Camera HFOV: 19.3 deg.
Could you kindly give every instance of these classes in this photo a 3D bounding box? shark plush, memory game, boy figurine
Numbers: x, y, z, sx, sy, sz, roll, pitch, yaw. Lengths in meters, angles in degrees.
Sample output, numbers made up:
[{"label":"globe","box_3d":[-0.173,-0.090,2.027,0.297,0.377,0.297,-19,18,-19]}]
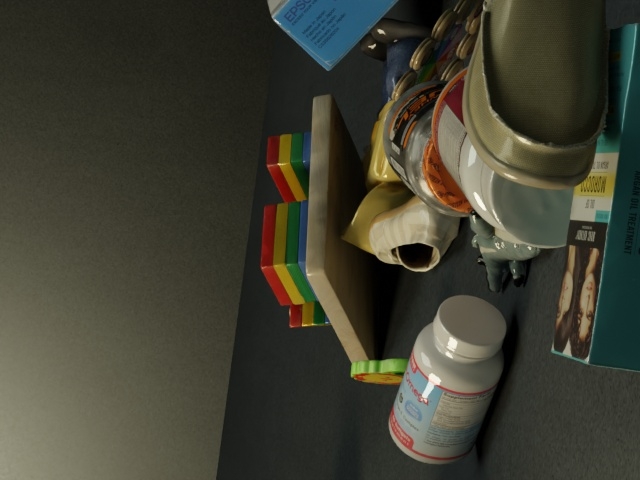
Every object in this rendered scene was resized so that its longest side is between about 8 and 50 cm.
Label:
[{"label":"shark plush","box_3d":[0.166,0.014,1.734,0.067,0.073,0.161,61,152,19]},{"label":"memory game","box_3d":[0.123,-0.183,1.974,0.186,0.012,0.186,-51,-15,-19]},{"label":"boy figurine","box_3d":[0.079,-0.113,2.256,0.177,0.092,0.285,135,145,-71]}]

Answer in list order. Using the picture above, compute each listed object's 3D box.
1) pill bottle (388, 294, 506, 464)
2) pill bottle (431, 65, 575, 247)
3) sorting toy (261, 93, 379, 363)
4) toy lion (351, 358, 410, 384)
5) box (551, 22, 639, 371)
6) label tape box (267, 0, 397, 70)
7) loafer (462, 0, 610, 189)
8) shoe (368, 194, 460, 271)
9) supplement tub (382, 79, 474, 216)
[{"label":"pill bottle","box_3d":[0.123,0.131,1.780,0.087,0.087,0.160,-93,14,-48]},{"label":"pill bottle","box_3d":[0.168,-0.073,1.566,0.221,0.121,0.121,-112,31,-72]},{"label":"sorting toy","box_3d":[0.000,0.000,2.320,0.255,0.089,0.257,64,-157,-54]},{"label":"toy lion","box_3d":[0.082,0.139,1.999,0.100,0.096,0.034,132,145,-73]},{"label":"box","box_3d":[0.224,-0.030,1.370,0.100,0.060,0.244,-170,88,-81]},{"label":"label tape box","box_3d":[0.039,-0.380,2.346,0.240,0.106,0.334,-45,22,14]},{"label":"loafer","box_3d":[0.159,-0.154,1.367,0.092,0.102,0.268,100,174,-51]},{"label":"shoe","box_3d":[0.098,0.000,2.079,0.219,0.076,0.058,134,147,-72]},{"label":"supplement tub","box_3d":[0.130,-0.089,1.830,0.190,0.117,0.117,-125,44,-76]}]
